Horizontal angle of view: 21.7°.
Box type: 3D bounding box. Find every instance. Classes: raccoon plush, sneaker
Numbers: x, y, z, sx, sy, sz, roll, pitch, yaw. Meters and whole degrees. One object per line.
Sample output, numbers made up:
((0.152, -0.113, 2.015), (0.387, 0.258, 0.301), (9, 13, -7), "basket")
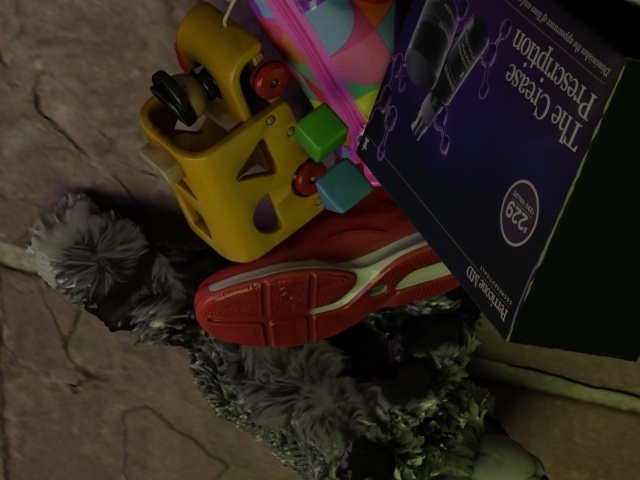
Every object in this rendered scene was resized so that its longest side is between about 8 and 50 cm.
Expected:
((-0.010, 0.112, 1.440), (0.446, 0.216, 0.299), (33, 158, 27), "raccoon plush")
((0.000, 0.000, 1.286), (0.221, 0.128, 0.087), (-11, 139, -14), "sneaker")

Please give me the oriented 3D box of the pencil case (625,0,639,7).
((0.196, -0.193, 0.927), (0.410, 0.183, 0.160), (27, 176, 20), "pencil case")

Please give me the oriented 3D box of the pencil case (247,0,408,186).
((0.009, -0.156, 1.162), (0.104, 0.104, 0.236), (-13, 127, 28), "pencil case")

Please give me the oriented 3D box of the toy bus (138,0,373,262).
((-0.075, -0.078, 1.186), (0.202, 0.104, 0.191), (52, 165, -2), "toy bus")

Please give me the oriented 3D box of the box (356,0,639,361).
((0.135, -0.072, 1.044), (0.103, 0.261, 0.184), (7, 114, -24), "box")
